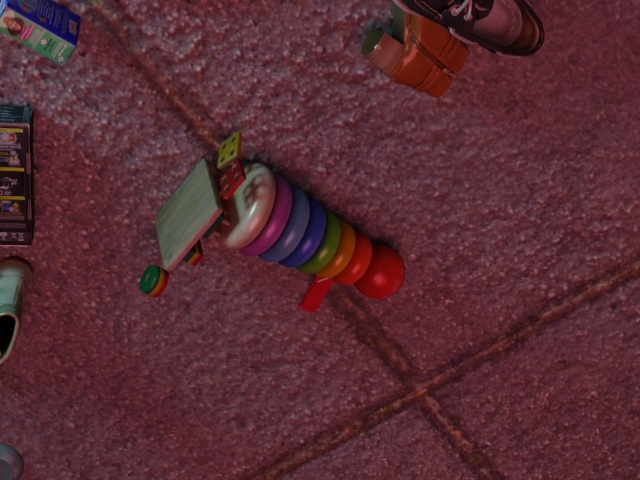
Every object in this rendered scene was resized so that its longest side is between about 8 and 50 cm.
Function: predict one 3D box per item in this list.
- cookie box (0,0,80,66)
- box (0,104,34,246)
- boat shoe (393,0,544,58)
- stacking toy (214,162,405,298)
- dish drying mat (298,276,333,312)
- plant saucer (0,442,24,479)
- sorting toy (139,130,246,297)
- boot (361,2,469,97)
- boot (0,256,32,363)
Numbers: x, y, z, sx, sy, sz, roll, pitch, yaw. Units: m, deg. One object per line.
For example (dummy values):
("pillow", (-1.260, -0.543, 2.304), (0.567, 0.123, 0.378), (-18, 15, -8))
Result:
("cookie box", (-0.385, -0.298, 1.627), (0.107, 0.092, 0.040), (29, 118, -24))
("box", (-0.560, -0.097, 1.756), (0.270, 0.060, 0.216), (1, 123, -10))
("boat shoe", (0.204, -0.331, 1.627), (0.302, 0.091, 0.114), (11, 106, -47))
("stacking toy", (0.000, 0.000, 1.877), (0.330, 0.141, 0.141), (24, 117, -30))
("dish drying mat", (-0.005, 0.086, 1.994), (0.032, 0.008, 0.083), (19, 119, -21))
("plant saucer", (-0.588, 0.407, 2.115), (0.119, 0.021, 0.119), (-4, 124, -6))
("sorting toy", (-0.184, -0.040, 1.809), (0.046, 0.132, 0.274), (27, 116, -32))
("boot", (0.166, -0.310, 1.725), (0.152, 0.073, 0.197), (26, 113, -33))
("boot", (-0.525, 0.146, 1.859), (0.077, 0.165, 0.213), (30, 113, -25))
